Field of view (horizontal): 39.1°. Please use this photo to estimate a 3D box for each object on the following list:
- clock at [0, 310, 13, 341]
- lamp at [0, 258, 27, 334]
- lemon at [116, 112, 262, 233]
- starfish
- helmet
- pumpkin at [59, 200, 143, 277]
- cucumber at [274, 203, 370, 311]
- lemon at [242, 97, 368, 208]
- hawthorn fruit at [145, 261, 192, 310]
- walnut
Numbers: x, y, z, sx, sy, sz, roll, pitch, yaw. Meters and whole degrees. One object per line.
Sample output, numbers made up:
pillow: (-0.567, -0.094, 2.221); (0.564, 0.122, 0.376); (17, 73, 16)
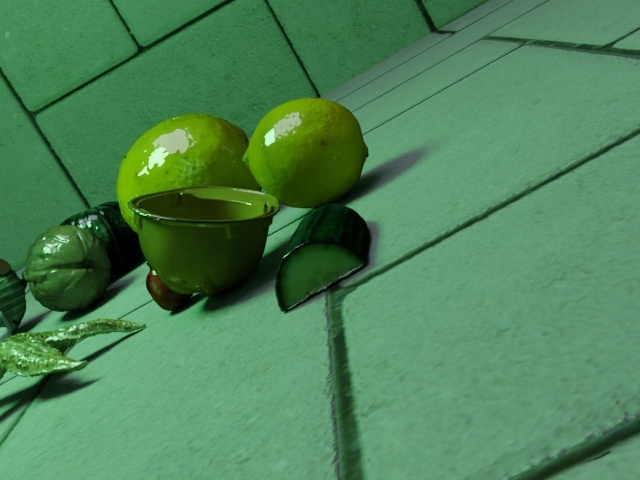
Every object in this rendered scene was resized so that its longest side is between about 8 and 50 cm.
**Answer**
clock: (-0.717, 0.233, 1.751); (0.248, 0.090, 0.227); (-30, 21, -17)
lamp: (-0.769, 0.141, 1.955); (0.265, 0.233, 0.233); (-22, 14, 17)
lemon: (-0.251, -0.111, 1.714); (0.284, 0.260, 0.260); (-19, 17, 38)
starfish: (-0.440, 0.174, 1.368); (0.358, 0.078, 0.347); (-24, 3, -7)
helmet: (-0.164, 0.008, 1.284); (0.205, 0.140, 0.257); (7, 11, 13)
pumpkin: (-0.488, 0.005, 2.000); (0.221, 0.161, 0.220); (-19, 9, 3)
cucumber: (0.000, 0.000, 1.125); (0.115, 0.063, 0.244); (-27, 11, 11)
lemon: (-0.024, -0.139, 1.443); (0.203, 0.178, 0.178); (-4, 14, 1)
hawthorn fruit: (-0.225, 0.067, 1.346); (0.077, 0.077, 0.077); (-29, 12, 7)
walnut: (-0.513, 0.059, 1.812); (0.178, 0.178, 0.230); (-38, 10, -32)
